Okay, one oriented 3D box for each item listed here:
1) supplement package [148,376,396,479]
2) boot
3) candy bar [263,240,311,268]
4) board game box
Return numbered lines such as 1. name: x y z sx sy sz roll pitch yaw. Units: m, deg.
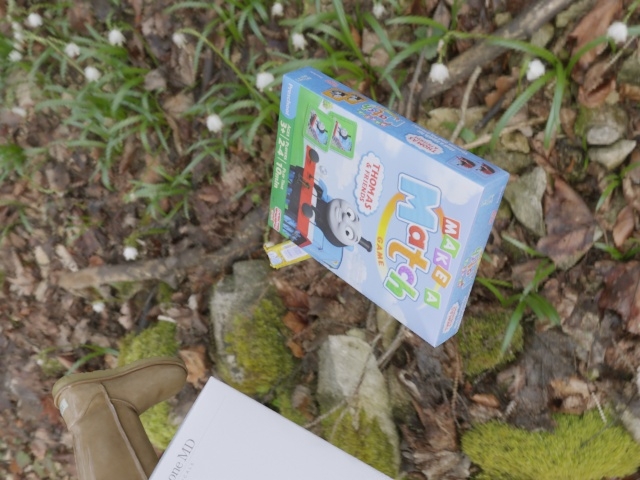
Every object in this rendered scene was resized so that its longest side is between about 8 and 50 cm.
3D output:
1. supplement package: -0.060 0.327 0.870 0.293 0.175 0.177 29 63 -1
2. boot: -0.271 0.315 1.094 0.269 0.236 0.089 52 136 37
3. candy bar: 0.000 0.000 0.917 0.161 0.040 0.018 -19 29 19
4. board game box: 0.043 -0.032 0.604 0.211 0.160 0.039 35 43 31
